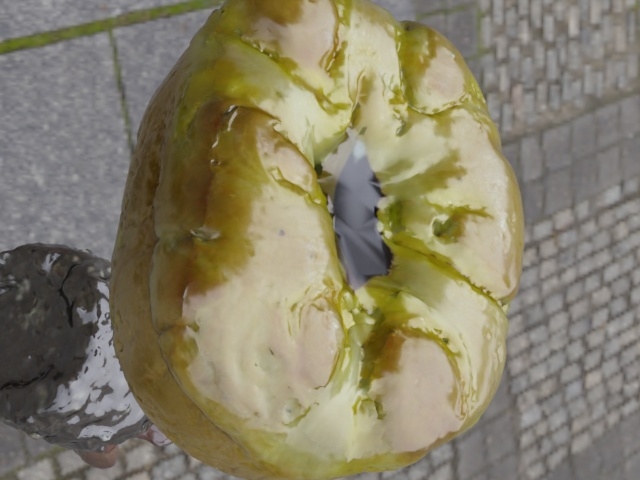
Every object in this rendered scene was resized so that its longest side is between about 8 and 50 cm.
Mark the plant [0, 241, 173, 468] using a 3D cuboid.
[{"bbox_3d":[-0.200,0.104,1.183,0.234,0.178,0.204,34,81,-54],"label":"plant"}]

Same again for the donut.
[{"bbox_3d":[0.000,0.000,0.687,0.209,0.128,0.261,26,58,-23],"label":"donut"}]
